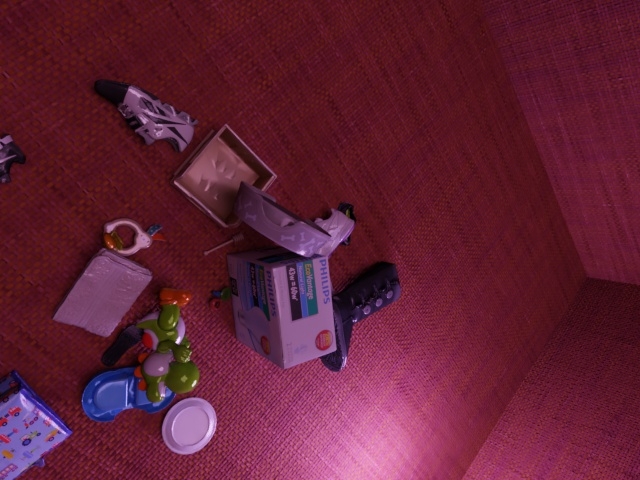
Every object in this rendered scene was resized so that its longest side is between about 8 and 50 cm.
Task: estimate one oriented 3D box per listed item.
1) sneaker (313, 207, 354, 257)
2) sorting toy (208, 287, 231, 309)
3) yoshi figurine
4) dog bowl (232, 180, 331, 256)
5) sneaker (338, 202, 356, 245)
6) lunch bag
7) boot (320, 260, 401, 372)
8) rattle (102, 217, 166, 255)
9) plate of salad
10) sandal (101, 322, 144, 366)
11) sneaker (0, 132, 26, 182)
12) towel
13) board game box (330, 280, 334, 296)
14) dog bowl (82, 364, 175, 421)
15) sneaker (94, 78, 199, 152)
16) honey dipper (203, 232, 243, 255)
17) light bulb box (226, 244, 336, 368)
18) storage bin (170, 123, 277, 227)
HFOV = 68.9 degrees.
[{"bbox_3d":[0.000,0.000,1.927,0.152,0.114,0.305,41,78,-1],"label":"sneaker"},{"bbox_3d":[-0.381,0.210,1.730,0.102,0.042,0.061,-50,136,-33],"label":"sorting toy"},{"bbox_3d":[-0.472,0.348,1.541,0.204,0.203,0.361,29,60,-56],"label":"yoshi figurine"},{"bbox_3d":[-0.136,-0.065,1.550,0.349,0.349,0.102,28,96,-33],"label":"dog bowl"},{"bbox_3d":[0.112,-0.069,2.005,0.067,0.078,0.187,0,96,-34],"label":"sneaker"},{"bbox_3d":[-0.901,0.575,1.371,0.221,0.138,0.293,-39,125,-27],"label":"lunch bag"},{"bbox_3d":[0.181,0.330,2.074,0.445,0.146,0.366,-30,130,-41],"label":"boot"},{"bbox_3d":[-0.589,-0.018,1.500,0.200,0.143,0.130,4,69,-26],"label":"rattle"},{"bbox_3d":[-0.480,0.675,1.706,0.200,0.048,0.199,4,83,-33],"label":"plate of salad"},{"bbox_3d":[-0.657,0.340,1.557,0.179,0.040,0.067,-45,113,-5],"label":"sandal"},{"bbox_3d":[-0.921,-0.186,1.287,0.234,0.078,0.106,-49,117,-22],"label":"sneaker"},{"bbox_3d":[-0.677,0.170,1.460,0.187,0.049,0.282,32,99,-33],"label":"towel"},{"bbox_3d":[-0.014,0.210,1.977,0.136,0.035,0.201,-25,110,-30],"label":"board game box"},{"bbox_3d":[-0.638,0.498,1.562,0.298,0.074,0.165,0,95,-34],"label":"dog bowl"},{"bbox_3d":[-0.559,-0.387,1.483,0.331,0.123,0.146,23,80,-34],"label":"sneaker"},{"bbox_3d":[-0.361,0.015,1.724,0.161,0.031,0.030,-27,110,-26],"label":"honey dipper"},{"bbox_3d":[-0.148,0.220,1.690,0.226,0.361,0.357,-12,102,-33],"label":"light bulb box"},{"bbox_3d":[-0.343,-0.220,1.650,0.262,0.123,0.260,45,70,-30],"label":"storage bin"}]
